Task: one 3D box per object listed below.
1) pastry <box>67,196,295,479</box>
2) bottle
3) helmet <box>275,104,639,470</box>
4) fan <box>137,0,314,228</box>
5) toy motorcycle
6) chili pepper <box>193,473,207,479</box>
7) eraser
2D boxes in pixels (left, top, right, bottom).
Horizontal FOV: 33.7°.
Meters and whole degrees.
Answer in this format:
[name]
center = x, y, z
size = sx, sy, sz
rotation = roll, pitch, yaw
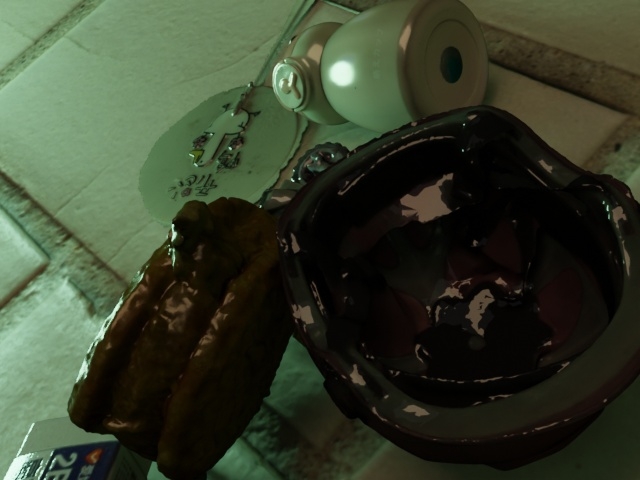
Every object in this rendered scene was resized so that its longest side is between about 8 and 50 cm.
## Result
[pastry]
center = -0.096, 0.086, 0.904
size = 0.132, 0.240, 0.235
rotation = 32, 100, 5
[bottle]
center = 0.051, -0.186, 1.162
size = 0.236, 0.147, 0.147
rotation = 5, 53, 43
[helmet]
center = 0.121, 0.061, 0.842
size = 0.271, 0.197, 0.338
rotation = -32, 49, -10
[fan]
center = -0.096, -0.177, 1.331
size = 0.233, 0.012, 0.414
rotation = 2, 53, 31
[toy motorcycle]
center = 0.000, 0.000, 1.051
size = 0.130, 0.094, 0.229
rotation = 8, 66, 30
[chili pepper]
center = -0.153, 0.325, 0.844
size = 0.137, 0.092, 0.368
rotation = -10, 41, 44
[eraser]
center = -0.229, 0.241, 0.926
size = 0.124, 0.068, 0.210
rotation = -13, 31, 19
